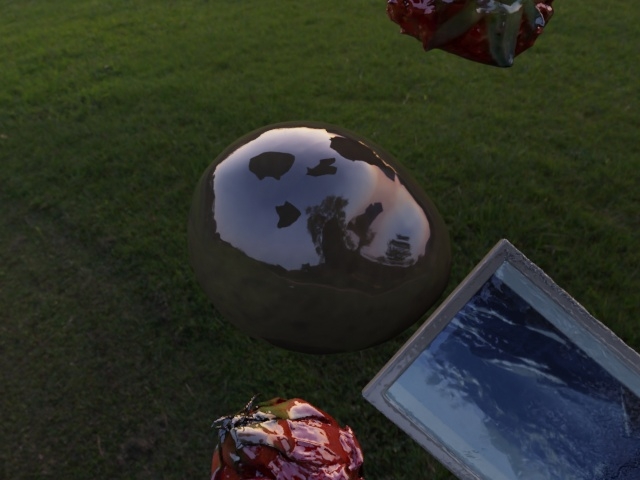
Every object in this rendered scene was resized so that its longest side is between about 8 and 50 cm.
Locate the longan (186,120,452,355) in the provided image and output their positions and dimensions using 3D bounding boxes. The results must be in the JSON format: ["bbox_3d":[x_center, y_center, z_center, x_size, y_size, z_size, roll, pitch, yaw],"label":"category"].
[{"bbox_3d":[0.000,0.000,0.576,0.248,0.248,0.248,-8,45,8],"label":"longan"}]

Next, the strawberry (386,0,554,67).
[{"bbox_3d":[0.129,-0.271,0.585,0.187,0.184,0.201,9,22,-41],"label":"strawberry"}]

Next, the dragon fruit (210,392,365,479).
[{"bbox_3d":[-0.046,0.308,0.817,0.234,0.293,0.233,-7,43,7],"label":"dragon fruit"}]

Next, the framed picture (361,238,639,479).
[{"bbox_3d":[0.254,0.197,0.702,0.335,0.022,0.247,41,95,0],"label":"framed picture"}]
